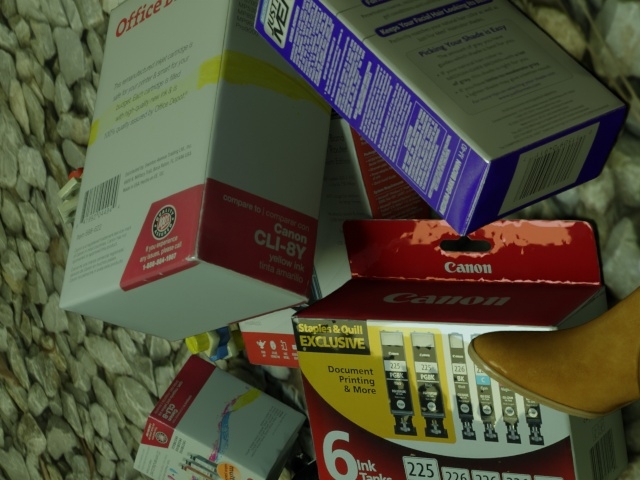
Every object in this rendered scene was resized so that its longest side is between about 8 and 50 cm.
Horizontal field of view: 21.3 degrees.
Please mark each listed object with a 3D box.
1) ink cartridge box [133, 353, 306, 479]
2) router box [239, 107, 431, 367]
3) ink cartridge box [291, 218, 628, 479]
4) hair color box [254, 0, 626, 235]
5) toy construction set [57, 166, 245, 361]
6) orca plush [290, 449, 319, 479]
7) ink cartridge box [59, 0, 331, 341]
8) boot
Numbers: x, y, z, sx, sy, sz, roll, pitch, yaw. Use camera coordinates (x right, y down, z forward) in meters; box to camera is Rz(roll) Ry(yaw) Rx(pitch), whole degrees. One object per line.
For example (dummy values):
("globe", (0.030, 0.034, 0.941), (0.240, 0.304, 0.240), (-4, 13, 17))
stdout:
("ink cartridge box", (-0.132, 0.265, 2.231), (0.176, 0.127, 0.128), (27, 136, 7))
("router box", (0.000, 0.000, 1.998), (0.335, 0.082, 0.301), (-2, 106, 55))
("ink cartridge box", (0.137, 0.123, 1.752), (0.309, 0.130, 0.272), (0, 108, 33))
("hair color box", (0.110, -0.171, 1.663), (0.339, 0.185, 0.110), (48, 143, 28))
("toy construction set", (-0.195, -0.009, 2.223), (0.327, 0.151, 0.215), (44, 140, 15))
("orca plush", (0.007, 0.336, 2.080), (0.151, 0.102, 0.287), (58, 147, -5))
("ink cartridge box", (-0.128, -0.109, 1.876), (0.279, 0.160, 0.385), (-19, 58, 51))
("boot", (0.294, 0.055, 1.483), (0.104, 0.295, 0.211), (-84, 9, -63))
